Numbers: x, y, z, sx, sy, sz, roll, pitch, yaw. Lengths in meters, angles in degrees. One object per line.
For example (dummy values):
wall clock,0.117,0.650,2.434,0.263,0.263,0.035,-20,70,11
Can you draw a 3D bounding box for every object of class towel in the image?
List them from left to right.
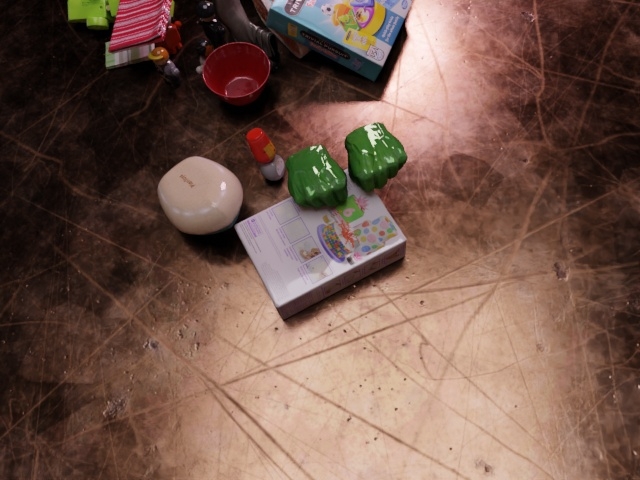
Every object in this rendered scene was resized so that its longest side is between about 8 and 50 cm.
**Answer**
towel,-0.574,-0.572,1.727,0.151,0.023,0.113,-13,61,3
towel,-0.497,-0.662,1.602,0.198,0.031,0.275,-4,71,25

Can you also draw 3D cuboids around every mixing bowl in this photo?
mixing bowl,-0.223,-0.438,1.568,0.181,0.098,0.182,-1,67,2

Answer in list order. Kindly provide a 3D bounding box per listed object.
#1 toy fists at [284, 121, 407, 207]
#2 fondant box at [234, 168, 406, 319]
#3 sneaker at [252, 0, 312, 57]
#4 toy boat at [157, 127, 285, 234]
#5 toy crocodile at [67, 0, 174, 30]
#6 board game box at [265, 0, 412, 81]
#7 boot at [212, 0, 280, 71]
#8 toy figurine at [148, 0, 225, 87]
toy fists,0.059,-0.159,1.302,0.279,0.096,0.142,-20,52,-2
fondant box,0.000,0.000,1.332,0.330,0.096,0.238,-27,63,-6
sneaker,-0.094,-0.664,1.669,0.121,0.108,0.302,-34,73,-11
toy boat,-0.230,-0.132,1.401,0.318,0.148,0.267,-38,47,-9
toy crocodile,-0.618,-0.714,1.757,0.340,0.105,0.115,-4,94,11
board game box,0.056,-0.628,1.580,0.335,0.079,0.254,26,68,-5
boot,-0.188,-0.581,1.559,0.161,0.247,0.083,27,70,23
toy figurine,-0.377,-0.558,1.622,0.212,0.148,0.210,-5,63,4
